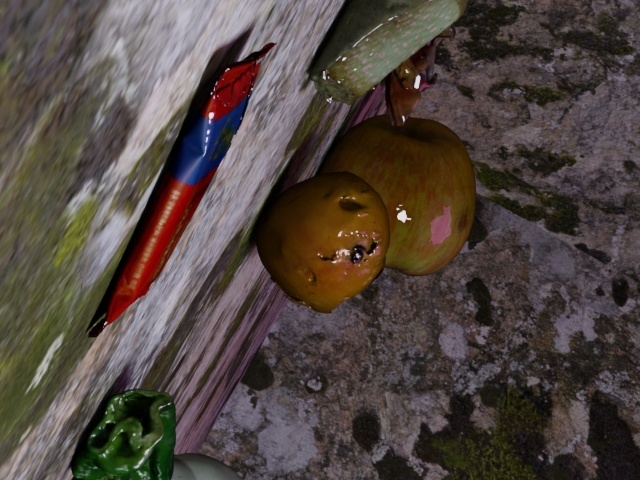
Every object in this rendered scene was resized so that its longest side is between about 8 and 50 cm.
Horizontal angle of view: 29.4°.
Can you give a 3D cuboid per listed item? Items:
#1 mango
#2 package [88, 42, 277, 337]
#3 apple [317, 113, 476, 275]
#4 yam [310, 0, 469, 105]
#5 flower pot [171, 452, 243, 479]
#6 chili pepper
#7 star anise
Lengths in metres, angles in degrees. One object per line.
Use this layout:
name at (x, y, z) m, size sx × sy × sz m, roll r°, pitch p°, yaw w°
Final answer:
mango at (0.000, 0.000, 1.409) m, size 0.248 × 0.151 × 0.156 m, roll 149°, pitch -40°, yaw -79°
package at (-0.084, -0.030, 0.739) m, size 0.200 × 0.022 × 0.083 m, roll -60°, pitch 178°, yaw 25°
apple at (0.116, -0.075, 1.881) m, size 0.264 × 0.264 × 0.264 m, roll -61°, pitch 178°, yaw -4°
yam at (0.089, -0.236, 1.117) m, size 0.259 × 0.106 × 0.106 m, roll -62°, pitch 178°, yaw -7°
flower pot at (-0.174, 0.360, 1.388) m, size 0.246 × 0.195 × 0.246 m, roll -59°, pitch 177°, yaw -5°
chili pepper at (-0.170, 0.205, 1.058) m, size 0.099 × 0.083 × 0.253 m, roll -48°, pitch 167°, yaw -37°
star anise at (0.122, -0.271, 1.479) m, size 0.288 × 0.088 × 0.288 m, roll -165°, pitch -90°, yaw -87°
